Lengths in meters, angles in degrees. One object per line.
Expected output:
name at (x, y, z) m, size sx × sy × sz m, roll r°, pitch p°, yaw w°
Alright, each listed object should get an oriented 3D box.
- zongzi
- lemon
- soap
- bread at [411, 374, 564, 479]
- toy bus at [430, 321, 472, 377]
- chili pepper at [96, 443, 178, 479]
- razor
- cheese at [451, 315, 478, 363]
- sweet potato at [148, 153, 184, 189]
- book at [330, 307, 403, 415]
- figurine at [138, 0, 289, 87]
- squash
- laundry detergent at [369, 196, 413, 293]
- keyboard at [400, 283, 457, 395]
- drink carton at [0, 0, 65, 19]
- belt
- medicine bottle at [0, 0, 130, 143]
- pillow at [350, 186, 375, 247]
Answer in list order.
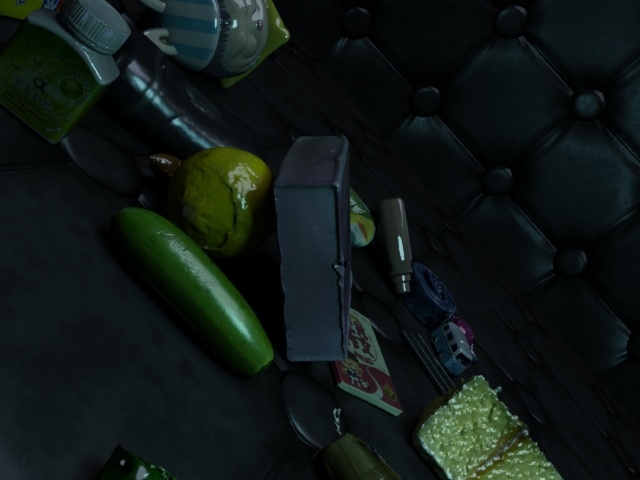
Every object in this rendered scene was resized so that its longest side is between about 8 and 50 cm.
zongzi at (0.073, 0.343, 0.885) m, size 0.189 × 0.081 × 0.178 m, roll 46°, pitch -8°, yaw 40°
lemon at (-0.145, -0.058, 1.005) m, size 0.180 × 0.180 × 0.193 m, roll 60°, pitch 7°, yaw 31°
soap at (0.000, 0.000, 1.055) m, size 0.285 × 0.107 × 0.296 m, roll -76°, pitch 165°, yaw -68°
bread at (0.285, 0.392, 1.147) m, size 0.178 × 0.142 × 0.266 m, roll -37°, pitch 85°, yaw -30°
toy bus at (0.313, 0.254, 1.529) m, size 0.060 × 0.075 × 0.123 m, roll 39°, pitch 21°, yaw -25°
chili pepper at (-0.167, 0.252, 0.522) m, size 0.098 × 0.061 × 0.224 m, roll 47°, pitch 14°, yaw -9°
razor at (-0.255, -0.230, 1.190) m, size 0.349 × 0.113 × 0.204 m, roll 38°, pitch 22°, yaw -32°
cheese at (0.387, 0.263, 1.733) m, size 0.095 × 0.038 × 0.145 m, roll 29°, pitch 32°, yaw -40°
sweet potato at (-0.221, -0.093, 1.093) m, size 0.206 × 0.060 × 0.068 m, roll 24°, pitch 68°, yaw -53°
book at (0.063, 0.199, 1.180) m, size 0.162 × 0.022 × 0.232 m, roll 35°, pitch 24°, yaw -34°
figurine at (-0.307, -0.571, 1.534) m, size 0.361 × 0.266 × 0.377 m, roll 49°, pitch 18°, yaw 19°
squash at (-0.165, 0.064, 0.856) m, size 0.292 × 0.082 × 0.082 m, roll 47°, pitch 19°, yaw -2°
laundry detergent at (0.182, 0.018, 1.653) m, size 0.171 × 0.076 × 0.237 m, roll 142°, pitch -61°, yaw -80°
keyboard at (0.245, 0.265, 1.438) m, size 0.103 × 0.041 × 0.381 m, roll 15°, pitch 44°, yaw -59°
drink carton at (-0.487, -0.449, 1.050) m, size 0.111 × 0.154 × 0.351 m, roll 49°, pitch 19°, yaw 4°
belt at (0.275, 0.139, 1.662) m, size 0.141 × 0.082 × 0.190 m, roll 33°, pitch 22°, yaw -23°
medicine bottle at (-0.354, -0.246, 0.890) m, size 0.132 × 0.188 × 0.088 m, roll 42°, pitch 20°, yaw -16°
pillow at (0.037, -0.075, 1.589) m, size 0.214 × 0.086 × 0.233 m, roll -1°, pitch 54°, yaw -52°
